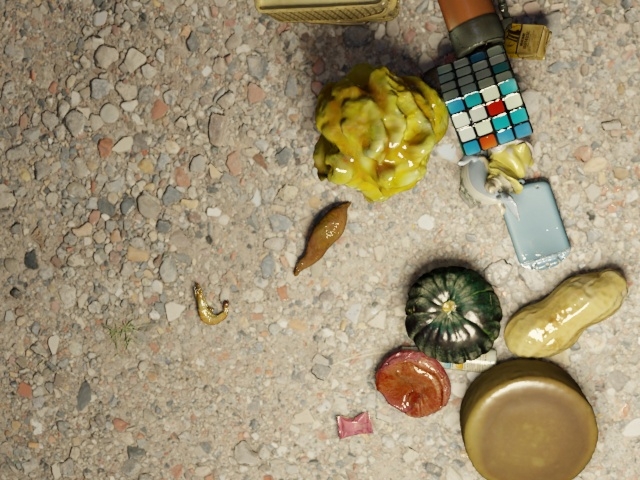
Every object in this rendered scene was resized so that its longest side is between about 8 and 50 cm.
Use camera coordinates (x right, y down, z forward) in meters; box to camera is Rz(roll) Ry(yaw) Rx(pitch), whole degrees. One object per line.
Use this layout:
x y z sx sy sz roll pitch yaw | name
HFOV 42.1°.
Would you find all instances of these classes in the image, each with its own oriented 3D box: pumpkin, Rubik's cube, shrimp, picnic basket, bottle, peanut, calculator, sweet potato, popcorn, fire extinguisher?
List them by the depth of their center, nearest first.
0.348 -0.298 1.770 0.154 0.155 0.151 -19 128 14 | Rubik's cube
0.144 -0.247 1.792 0.326 0.290 0.321 -3 90 -15 | popcorn
0.535 0.162 1.810 0.290 0.130 0.130 -37 86 14 | peanut
0.316 -0.594 1.815 0.200 0.113 0.376 -18 86 -26 | fire extinguisher
0.292 0.164 1.839 0.221 0.162 0.220 -6 69 16 | pumpkin
0.027 -0.602 1.841 0.313 0.175 0.227 2 96 17 | picnic basket
0.476 -0.037 1.850 0.121 0.039 0.210 -19 90 12 | calculator
0.294 0.268 1.906 0.217 0.060 0.060 4 96 11 | bottle
0.000 -0.001 1.950 0.068 0.068 0.226 38 102 7 | sweet potato
-0.267 0.151 2.045 0.083 0.023 0.114 -16 96 11 | shrimp

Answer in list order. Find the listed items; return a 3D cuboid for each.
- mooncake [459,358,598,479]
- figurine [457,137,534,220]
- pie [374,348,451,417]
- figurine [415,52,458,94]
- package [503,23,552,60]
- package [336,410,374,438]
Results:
0.448 0.397 1.818 0.285 0.155 0.284 1 108 4 | mooncake
0.388 -0.143 1.808 0.184 0.128 0.208 -30 51 13 | figurine
0.213 0.330 1.914 0.182 0.049 0.182 10 122 16 | pie
0.274 -0.379 1.861 0.129 0.054 0.072 -40 81 11 | figurine
0.433 -0.436 1.821 0.131 0.047 0.071 13 95 37 | package
0.082 0.440 1.987 0.083 0.029 0.059 -9 96 5 | package
